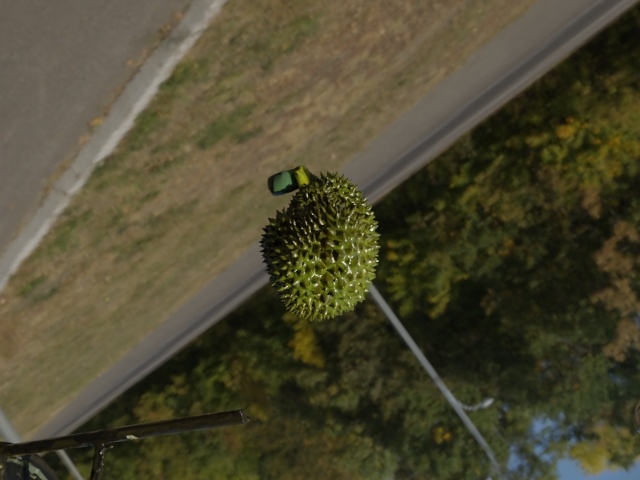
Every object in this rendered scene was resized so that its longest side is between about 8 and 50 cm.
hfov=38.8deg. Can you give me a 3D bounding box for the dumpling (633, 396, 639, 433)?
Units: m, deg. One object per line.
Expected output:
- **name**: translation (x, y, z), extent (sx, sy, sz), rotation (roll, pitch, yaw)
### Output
- **dumpling**: translation (0.327, 0.135, 0.442), extent (0.318, 0.243, 0.187), rotation (-8, -137, 20)

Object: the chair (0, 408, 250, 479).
- **chair**: translation (-0.176, 0.193, 0.486), extent (0.325, 0.170, 0.160), rotation (-7, -154, 27)

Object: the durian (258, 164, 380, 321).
- **durian**: translation (0.010, 0.008, 1.173), extent (0.146, 0.198, 0.159), rotation (-3, 152, 28)
